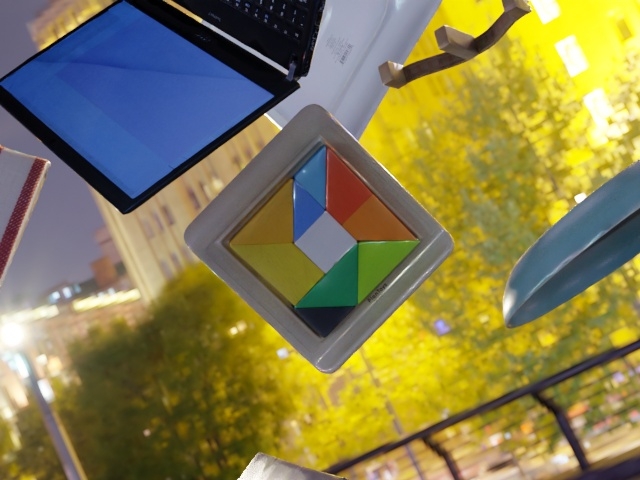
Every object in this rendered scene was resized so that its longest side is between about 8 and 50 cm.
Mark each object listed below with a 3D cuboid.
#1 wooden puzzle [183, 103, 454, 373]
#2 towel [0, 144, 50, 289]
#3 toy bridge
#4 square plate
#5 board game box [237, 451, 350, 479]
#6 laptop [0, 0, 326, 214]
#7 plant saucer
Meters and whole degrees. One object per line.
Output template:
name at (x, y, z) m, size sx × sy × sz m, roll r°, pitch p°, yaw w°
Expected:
wooden puzzle at (0.000, 0.000, 1.336) m, size 0.221 × 0.239 × 0.044 m, roll -46°, pitch 6°, yaw 0°
towel at (-0.375, -0.022, 0.802) m, size 0.329 × 0.237 × 0.037 m, roll 17°, pitch -46°, yaw -9°
toy bridge at (0.148, -0.213, 1.273) m, size 0.188 × 0.026 × 0.063 m, roll -27°, pitch -21°, yaw 36°
square plate at (-0.023, -0.324, 1.693) m, size 0.049 × 0.344 × 0.347 m, roll -11°, pitch -41°, yaw -52°
board game box at (0.048, 0.226, 0.773) m, size 0.056 × 0.208 × 0.347 m, roll -55°, pitch 4°, yaw -13°
laptop at (-0.118, -0.189, 0.845) m, size 0.137 × 0.234 × 0.264 m, roll -6°, pitch -59°, yaw -39°
plant saucer at (0.296, -0.024, 1.120) m, size 0.318 × 0.043 × 0.317 m, roll -33°, pitch -14°, yaw -9°
